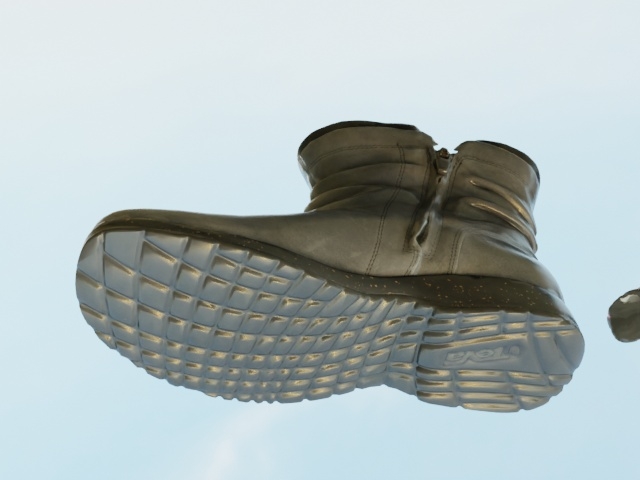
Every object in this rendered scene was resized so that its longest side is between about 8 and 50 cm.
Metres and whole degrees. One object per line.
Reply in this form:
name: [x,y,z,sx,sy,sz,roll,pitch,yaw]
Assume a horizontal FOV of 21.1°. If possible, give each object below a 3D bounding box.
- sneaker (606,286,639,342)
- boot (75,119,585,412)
sneaker: [0.405,0.052,1.912,0.178,0.072,0.077,-26,171,31]
boot: [0.000,0.000,1.146,0.338,0.118,0.223,13,-145,-18]
